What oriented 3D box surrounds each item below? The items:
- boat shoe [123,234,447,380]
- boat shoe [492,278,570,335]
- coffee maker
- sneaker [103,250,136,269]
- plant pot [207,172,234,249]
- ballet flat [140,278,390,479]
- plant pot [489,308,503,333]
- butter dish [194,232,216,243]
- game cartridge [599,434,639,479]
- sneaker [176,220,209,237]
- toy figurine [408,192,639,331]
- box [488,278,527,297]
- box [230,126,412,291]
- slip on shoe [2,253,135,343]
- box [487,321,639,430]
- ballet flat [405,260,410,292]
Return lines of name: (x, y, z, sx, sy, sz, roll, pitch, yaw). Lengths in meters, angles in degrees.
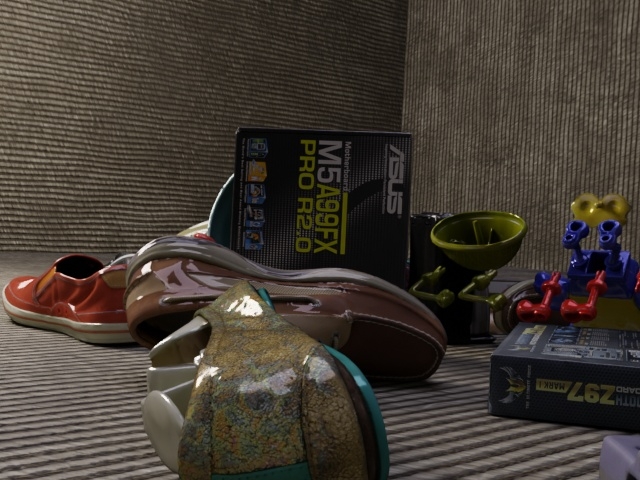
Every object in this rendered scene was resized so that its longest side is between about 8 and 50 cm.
boat shoe: (-0.034, 0.094, 0.827, 0.325, 0.123, 0.116, 11, 34, -7)
boat shoe: (0.365, 0.104, 1.183, 0.258, 0.095, 0.095, 2, 7, -26)
coffee maker: (0.169, 0.050, 1.187, 0.120, 0.178, 0.171, 3, 1, 43)
sneaker: (-0.270, 0.063, 1.387, 0.135, 0.097, 0.276, 6, 4, 18)
plant pot: (-0.003, 0.009, 1.341, 0.293, 0.293, 0.196, 3, -26, 24)
ballet flat: (-0.057, 0.094, 0.548, 0.123, 0.123, 0.348, 2, 1, -12)
plant pot: (0.261, 0.122, 1.399, 0.236, 0.032, 0.236, 2, 1, 0)
butter dish: (-0.185, 0.044, 1.182, 0.160, 0.118, 0.160, 34, -13, -23)
game cartridge: (0.268, 0.139, 0.315, 0.230, 0.068, 0.355, -1, 1, 1)
sneaker: (-0.140, 0.053, 1.548, 0.411, 0.158, 0.182, -1, 14, 21)
toy figurine: (0.317, 0.085, 1.047, 0.363, 0.191, 0.217, 0, -45, 35)
box: (0.265, 0.102, 1.580, 0.137, 0.036, 0.225, 2, -10, -19)
box: (0.000, 0.000, 1.049, 0.216, 0.270, 0.060, 4, 1, 7)
slip on shoe: (-0.322, 0.067, 1.126, 0.123, 0.101, 0.331, -1, 2, -40)
box: (0.265, 0.124, 0.809, 0.184, 0.059, 0.233, 4, 2, 18)
ballet flat: (0.143, 0.089, 1.445, 0.077, 0.079, 0.221, 32, -5, 14)
